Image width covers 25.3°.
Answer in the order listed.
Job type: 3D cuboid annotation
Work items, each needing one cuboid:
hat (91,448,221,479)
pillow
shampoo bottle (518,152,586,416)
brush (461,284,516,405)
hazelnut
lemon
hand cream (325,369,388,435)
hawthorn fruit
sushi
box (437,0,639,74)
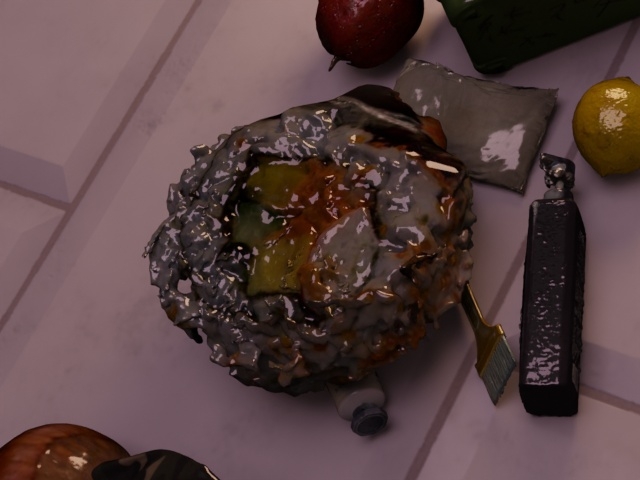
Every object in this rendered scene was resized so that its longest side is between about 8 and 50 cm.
[{"bbox_3d":[-0.202,0.448,1.512,0.366,0.257,0.382,41,71,14],"label":"hat"},{"bbox_3d":[0.184,-0.153,1.838,0.230,0.050,0.148,16,79,32],"label":"pillow"},{"bbox_3d":[0.272,0.043,1.650,0.071,0.098,0.309,-2,61,20],"label":"shampoo bottle"},{"bbox_3d":[0.183,0.089,1.692,0.010,0.082,0.218,-1,45,-20],"label":"brush"},{"bbox_3d":[-0.332,0.315,1.716,0.214,0.176,0.214,-11,22,5],"label":"hazelnut"},{"bbox_3d":[0.357,-0.139,1.714,0.109,0.109,0.133,5,71,27],"label":"lemon"},{"bbox_3d":[0.016,0.120,1.752,0.095,0.059,0.276,-29,49,5],"label":"hand cream"},{"bbox_3d":[0.059,-0.298,1.925,0.148,0.148,0.172,25,86,33],"label":"hawthorn fruit"},{"bbox_3d":[-0.004,0.003,1.711,0.418,0.176,0.417,-11,53,15],"label":"sushi"},{"bbox_3d":[0.288,-0.356,1.798,0.329,0.253,0.177,-20,69,14],"label":"box"}]
